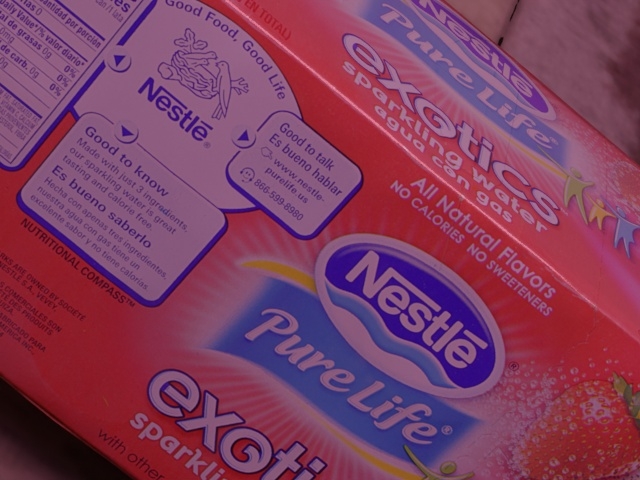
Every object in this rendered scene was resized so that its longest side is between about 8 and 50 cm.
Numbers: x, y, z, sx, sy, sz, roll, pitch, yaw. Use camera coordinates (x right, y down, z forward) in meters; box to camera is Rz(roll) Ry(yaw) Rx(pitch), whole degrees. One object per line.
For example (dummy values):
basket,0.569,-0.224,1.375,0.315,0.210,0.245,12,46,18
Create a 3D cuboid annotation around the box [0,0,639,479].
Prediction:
box,0.000,0.000,0.614,0.300,0.154,0.142,38,25,-9
